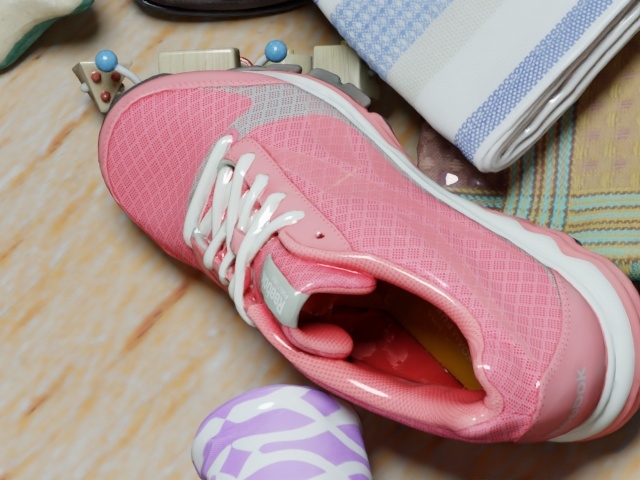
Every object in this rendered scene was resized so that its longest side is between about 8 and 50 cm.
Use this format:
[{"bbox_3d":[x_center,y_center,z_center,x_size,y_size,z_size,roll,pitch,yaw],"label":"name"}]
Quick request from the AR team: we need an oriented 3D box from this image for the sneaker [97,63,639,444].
[{"bbox_3d":[0.000,0.000,0.896,0.314,0.116,0.136,28,21,27],"label":"sneaker"}]

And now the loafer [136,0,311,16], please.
[{"bbox_3d":[0.026,-0.202,1.069,0.302,0.095,0.109,-12,85,-1],"label":"loafer"}]

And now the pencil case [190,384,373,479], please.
[{"bbox_3d":[-0.008,0.161,0.837,0.088,0.086,0.206,-37,45,27],"label":"pencil case"}]

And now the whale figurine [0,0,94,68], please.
[{"bbox_3d":[-0.175,-0.234,1.138,0.216,0.141,0.272,-30,66,35],"label":"whale figurine"}]

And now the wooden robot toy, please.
[{"bbox_3d":[-0.052,-0.064,1.036,0.173,0.076,0.079,-2,89,9],"label":"wooden robot toy"}]

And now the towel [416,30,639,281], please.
[{"bbox_3d":[0.214,-0.112,0.891,0.370,0.040,0.271,-2,74,32],"label":"towel"}]

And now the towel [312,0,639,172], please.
[{"bbox_3d":[0.073,-0.188,0.964,0.209,0.034,0.285,-48,55,10],"label":"towel"}]
